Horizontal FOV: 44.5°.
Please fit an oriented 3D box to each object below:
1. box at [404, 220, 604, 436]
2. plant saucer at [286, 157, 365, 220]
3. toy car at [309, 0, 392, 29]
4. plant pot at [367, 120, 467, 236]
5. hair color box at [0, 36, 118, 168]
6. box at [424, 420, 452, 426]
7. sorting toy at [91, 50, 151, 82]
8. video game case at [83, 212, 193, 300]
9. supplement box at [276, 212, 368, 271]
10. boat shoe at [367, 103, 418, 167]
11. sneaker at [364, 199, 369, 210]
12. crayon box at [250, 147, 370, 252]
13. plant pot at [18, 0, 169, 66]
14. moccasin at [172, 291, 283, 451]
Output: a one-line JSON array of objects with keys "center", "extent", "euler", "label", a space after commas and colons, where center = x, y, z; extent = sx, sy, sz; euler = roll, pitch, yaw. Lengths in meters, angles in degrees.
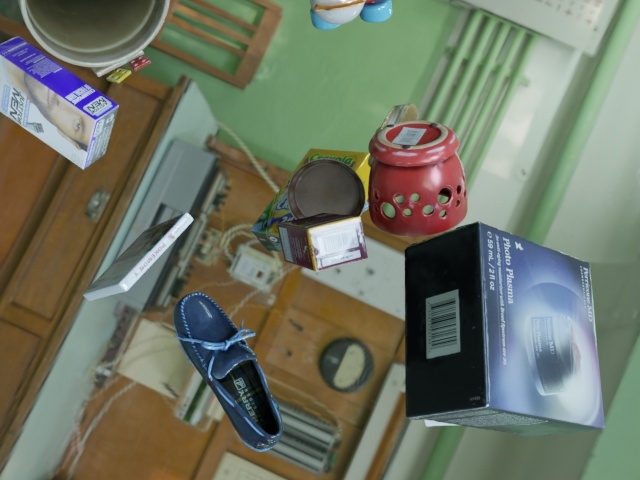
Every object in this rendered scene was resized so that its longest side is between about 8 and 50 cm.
[{"center": [0.305, 0.157, 1.302], "extent": [0.183, 0.294, 0.296], "euler": [-23, -121, 48], "label": "box"}, {"center": [0.013, -0.097, 1.676], "extent": [0.029, 0.168, 0.168], "euler": [-75, -173, -70], "label": "plant saucer"}, {"center": [0.056, -0.512, 1.589], "extent": [0.238, 0.210, 0.219], "euler": [-92, 174, -49], "label": "toy car"}, {"center": [0.183, -0.124, 1.487], "extent": [0.191, 0.191, 0.174], "euler": [-61, 151, -53], "label": "plant pot"}, {"center": [-0.720, -0.366, 2.092], "extent": [0.110, 0.339, 0.185], "euler": [-54, 176, -48], "label": "hair color box"}, {"center": [0.339, 0.370, 1.959], "extent": [0.182, 0.181, 0.119], "euler": [70, 23, -44], "label": "box"}, {"center": [-0.539, -0.489, 2.016], "extent": [0.132, 0.274, 0.046], "euler": [-31, 134, -12], "label": "sorting toy"}, {"center": [-0.335, 0.032, 1.430], "extent": [0.201, 0.023, 0.183], "euler": [-15, -149, 55], "label": "video game case"}, {"center": [0.000, 0.000, 1.457], "extent": [0.188, 0.104, 0.080], "euler": [-169, -113, -70], "label": "supplement box"}, {"center": [0.143, -0.215, 1.642], "extent": [0.170, 0.059, 0.063], "euler": [-57, 133, -17], "label": "boat shoe"}, {"center": [0.030, -0.081, 2.058], "extent": [0.125, 0.262, 0.104], "euler": [-26, 108, -35], "label": "sneaker"}, {"center": [0.005, -0.109, 1.852], "extent": [0.323, 0.203, 0.083], "euler": [-55, 130, -23], "label": "crayon box"}, {"center": [-0.537, -0.596, 1.768], "extent": [0.280, 0.323, 0.323], "euler": [51, -51, 43], "label": "plant pot"}, {"center": [-0.162, 0.240, 1.525], "extent": [0.138, 0.342, 0.117], "euler": [-33, 175, -28], "label": "moccasin"}]
